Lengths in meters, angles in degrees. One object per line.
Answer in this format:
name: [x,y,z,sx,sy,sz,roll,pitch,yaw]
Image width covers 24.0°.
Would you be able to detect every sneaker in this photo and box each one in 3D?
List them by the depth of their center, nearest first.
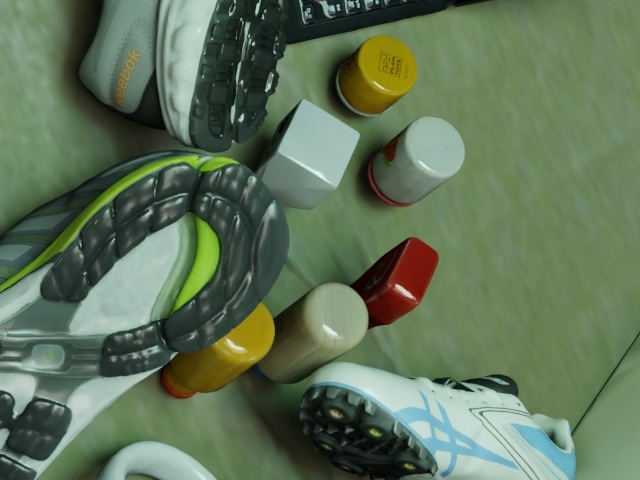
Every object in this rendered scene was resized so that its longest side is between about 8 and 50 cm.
sneaker: [-0.156,0.053,0.773,0.300,0.121,0.111,-31,108,-3]
sneaker: [-0.062,-0.188,0.799,0.100,0.108,0.271,18,88,-64]
sneaker: [0.072,0.109,0.890,0.237,0.085,0.086,30,66,-45]

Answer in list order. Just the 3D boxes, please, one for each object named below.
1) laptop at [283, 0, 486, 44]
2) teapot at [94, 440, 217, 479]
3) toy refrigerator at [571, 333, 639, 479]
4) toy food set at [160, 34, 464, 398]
laptop: [0.053,-0.244,0.850,0.264,0.136,0.234,-16,99,-27]
teapot: [0.011,0.237,0.831,0.253,0.187,0.256,-3,113,-1]
toy refrigerator: [0.213,0.170,0.975,0.094,0.102,0.269,45,72,-23]
toy food set: [0.000,0.000,0.875,0.111,0.104,0.232,31,60,-12]
